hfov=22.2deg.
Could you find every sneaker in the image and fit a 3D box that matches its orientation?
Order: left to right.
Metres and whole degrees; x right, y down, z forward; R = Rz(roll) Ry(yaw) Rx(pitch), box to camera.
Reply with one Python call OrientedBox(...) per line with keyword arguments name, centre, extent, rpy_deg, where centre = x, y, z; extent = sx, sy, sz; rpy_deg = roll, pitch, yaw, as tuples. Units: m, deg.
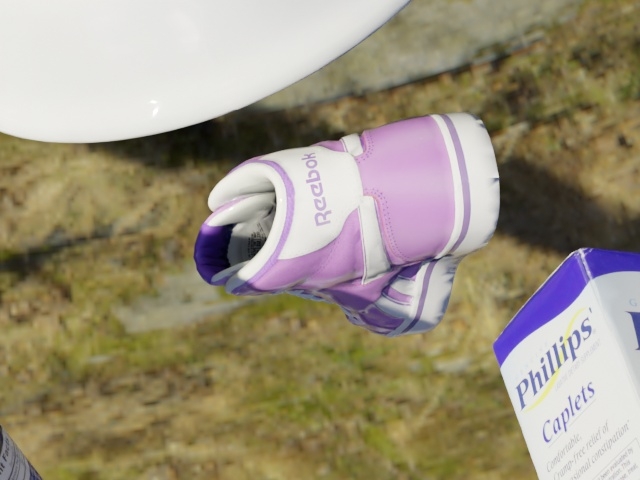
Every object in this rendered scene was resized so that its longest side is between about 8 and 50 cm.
OrientedBox(name="sneaker", centre=(0.000, -0.001, 0.981), extent=(0.161, 0.102, 0.282), rpy_deg=(-11, 162, -9))

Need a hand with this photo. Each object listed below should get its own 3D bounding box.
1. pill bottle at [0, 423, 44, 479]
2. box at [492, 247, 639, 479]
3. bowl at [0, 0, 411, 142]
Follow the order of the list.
OrientedBox(name="pill bottle", centre=(-0.144, 0.101, 0.634), extent=(0.067, 0.067, 0.120), rpy_deg=(-21, 125, 11))
OrientedBox(name="box", centre=(0.157, 0.079, 0.662), extent=(0.126, 0.137, 0.072), rpy_deg=(5, 138, -27))
OrientedBox(name="bowl", centre=(-0.082, -0.192, 0.798), extent=(0.298, 0.298, 0.134), rpy_deg=(-19, 130, 8))
